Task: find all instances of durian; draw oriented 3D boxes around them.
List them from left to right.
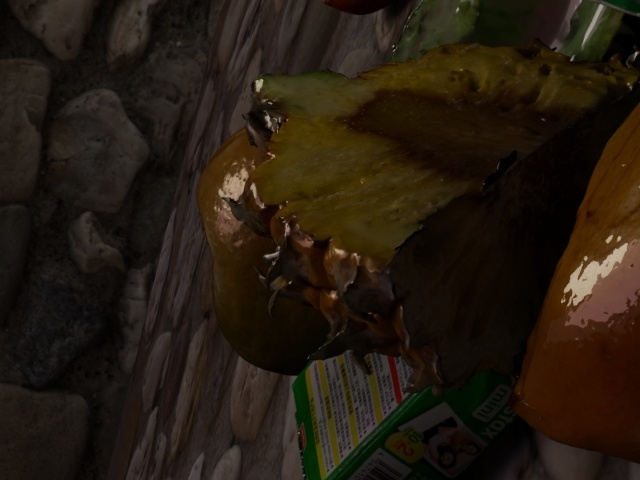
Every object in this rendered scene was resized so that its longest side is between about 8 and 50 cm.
[{"bbox_3d":[0.166,-0.205,0.910,0.158,0.169,0.352,-109,37,-60],"label":"durian"}]

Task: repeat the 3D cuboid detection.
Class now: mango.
[{"bbox_3d":[0.222,-0.001,0.664,0.187,0.138,0.257,-64,-3,-67],"label":"mango"}]

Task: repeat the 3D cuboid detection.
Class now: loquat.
[{"bbox_3d":[0.000,0.000,1.165,0.276,0.276,0.284,160,104,-70],"label":"loquat"}]

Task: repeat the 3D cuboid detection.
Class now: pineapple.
[{"bbox_3d":[0.065,-0.015,0.858,0.286,0.344,0.209,20,131,41],"label":"pineapple"}]

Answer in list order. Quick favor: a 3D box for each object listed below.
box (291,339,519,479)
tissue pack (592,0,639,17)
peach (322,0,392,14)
[{"bbox_3d":[0.081,0.131,0.986,0.250,0.103,0.180,-50,30,27],"label":"box"},{"bbox_3d":[0.260,-0.251,0.731,0.148,0.156,0.209,-30,-38,-63],"label":"tissue pack"},{"bbox_3d":[0.061,-0.356,1.431,0.151,0.118,0.151,-31,22,14],"label":"peach"}]
